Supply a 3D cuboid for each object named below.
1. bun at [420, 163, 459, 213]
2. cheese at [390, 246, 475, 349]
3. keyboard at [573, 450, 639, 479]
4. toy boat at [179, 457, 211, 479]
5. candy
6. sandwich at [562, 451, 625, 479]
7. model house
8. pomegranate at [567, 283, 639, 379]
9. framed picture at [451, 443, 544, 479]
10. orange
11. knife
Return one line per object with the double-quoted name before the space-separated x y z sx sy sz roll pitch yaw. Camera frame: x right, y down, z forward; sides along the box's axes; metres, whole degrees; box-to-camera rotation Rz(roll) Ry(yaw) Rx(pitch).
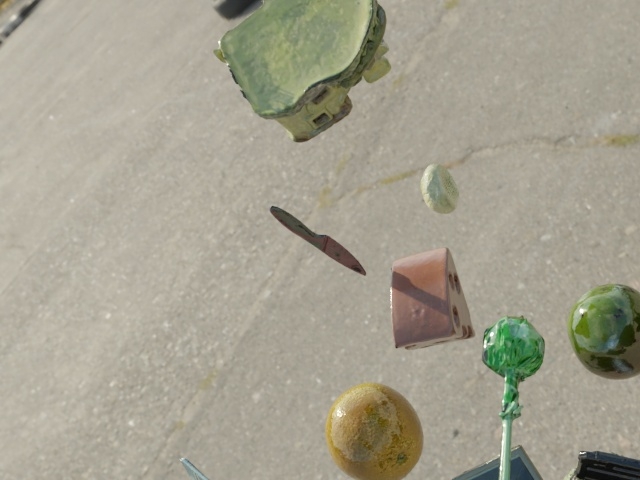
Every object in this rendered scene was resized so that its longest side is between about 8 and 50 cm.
"bun" 0.257 -0.110 1.753 0.069 0.115 0.115 -24 34 27
"cheese" 0.197 0.144 1.478 0.128 0.203 0.177 -12 18 20
"keyboard" 0.537 0.380 1.249 0.262 0.106 0.016 9 55 17
"toy boat" -0.136 0.447 1.288 0.291 0.220 0.067 25 60 30
"candy" 0.269 0.250 1.130 0.097 0.097 0.323 -21 41 37
"sandwich" 0.539 0.537 1.411 0.262 0.325 0.131 -11 -10 2
"model house" 0.009 -0.337 1.548 0.321 0.266 0.261 -34 63 12
"pomegranate" 0.570 0.160 1.466 0.224 0.181 0.181 -24 34 45
"framed picture" 0.405 0.561 1.616 0.189 0.260 0.023 -37 -10 32
"orange" 0.120 0.436 1.799 0.236 0.236 0.236 -32 30 21
"knife" 0.000 0.000 1.559 0.035 0.247 0.018 -52 22 10
